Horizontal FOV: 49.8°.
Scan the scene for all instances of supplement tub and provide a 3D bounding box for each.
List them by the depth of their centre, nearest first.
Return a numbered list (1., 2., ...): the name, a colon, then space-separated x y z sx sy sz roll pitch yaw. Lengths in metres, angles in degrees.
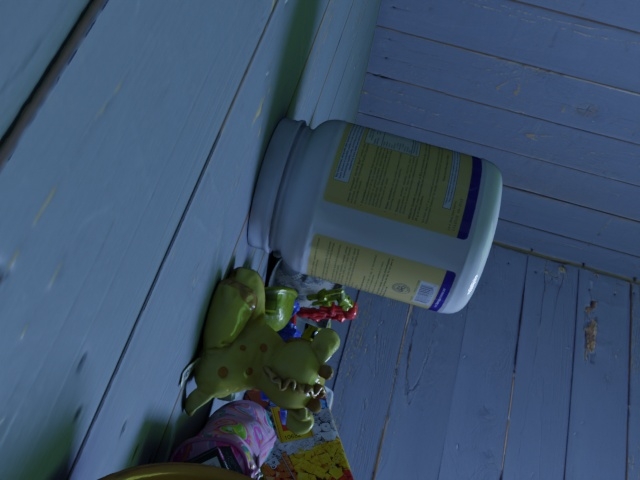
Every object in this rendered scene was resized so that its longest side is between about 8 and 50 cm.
1. supplement tub: 0.079 -0.043 1.037 0.241 0.331 0.241 16 90 -87

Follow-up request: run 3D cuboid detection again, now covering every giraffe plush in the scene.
1. giraffe plush: -0.067 0.151 0.894 0.210 0.171 0.181 -69 174 -60

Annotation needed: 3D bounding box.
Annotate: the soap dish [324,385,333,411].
1. soap dish: -0.090 0.517 2.042 0.118 0.229 0.291 -57 -174 28

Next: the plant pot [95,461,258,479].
1. plant pot: -0.101 0.328 0.454 0.203 0.291 0.291 -58 -176 23

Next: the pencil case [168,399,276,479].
1. pencil case: -0.133 0.310 0.994 0.284 0.124 0.124 76 30 -86

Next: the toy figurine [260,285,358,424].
1. toy figurine: -0.037 0.208 1.186 0.362 0.191 0.217 74 20 -77

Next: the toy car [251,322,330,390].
1. toy car: -0.040 0.257 1.423 0.239 0.053 0.225 -40 -165 -11

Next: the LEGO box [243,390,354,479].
1. LEGO box: -0.076 0.640 1.675 0.500 0.193 0.372 103 -26 -45

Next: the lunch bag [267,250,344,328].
1. lunch bag: 0.000 0.000 1.406 0.287 0.169 0.235 109 0 -49

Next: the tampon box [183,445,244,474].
1. tampon box: -0.127 0.304 0.765 0.161 0.101 0.120 94 -29 -74

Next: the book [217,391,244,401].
1. book: -0.144 0.215 1.175 0.144 0.035 0.096 62 38 -85
